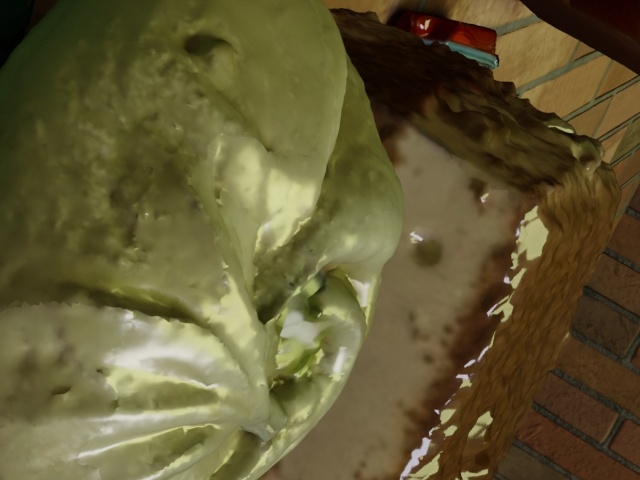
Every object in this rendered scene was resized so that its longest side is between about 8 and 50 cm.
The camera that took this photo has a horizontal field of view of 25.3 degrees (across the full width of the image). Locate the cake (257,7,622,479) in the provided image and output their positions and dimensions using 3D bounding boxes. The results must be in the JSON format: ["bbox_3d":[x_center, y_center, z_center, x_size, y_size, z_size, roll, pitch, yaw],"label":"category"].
[{"bbox_3d":[0.000,0.000,0.827,0.256,0.290,0.282,-21,136,-65],"label":"cake"}]

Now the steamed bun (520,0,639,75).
[{"bbox_3d":[0.301,-0.285,1.243,0.248,0.235,0.379,-58,163,7],"label":"steamed bun"}]

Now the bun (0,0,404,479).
[{"bbox_3d":[-0.057,0.015,0.589,0.259,0.160,0.259,-59,172,-13],"label":"bun"}]

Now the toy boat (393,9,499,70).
[{"bbox_3d":[0.107,-0.158,1.206,0.173,0.069,0.058,-11,116,-67],"label":"toy boat"}]

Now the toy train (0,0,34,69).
[{"bbox_3d":[-0.138,-0.140,0.491,0.194,0.120,0.298,-41,156,-57],"label":"toy train"}]
